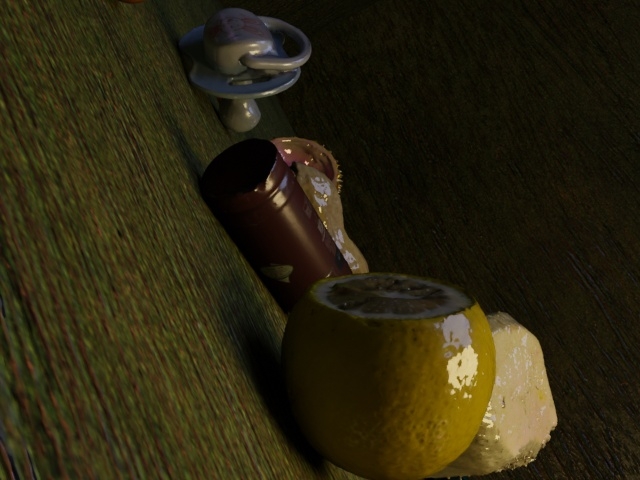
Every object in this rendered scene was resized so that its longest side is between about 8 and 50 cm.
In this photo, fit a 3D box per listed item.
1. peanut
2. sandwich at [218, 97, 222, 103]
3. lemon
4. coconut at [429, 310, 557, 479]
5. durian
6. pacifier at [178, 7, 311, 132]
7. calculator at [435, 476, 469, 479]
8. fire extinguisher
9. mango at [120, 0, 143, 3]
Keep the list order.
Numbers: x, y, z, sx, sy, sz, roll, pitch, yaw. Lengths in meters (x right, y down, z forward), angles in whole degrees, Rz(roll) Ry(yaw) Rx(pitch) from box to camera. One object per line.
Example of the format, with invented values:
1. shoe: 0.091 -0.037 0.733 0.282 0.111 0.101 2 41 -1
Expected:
1. peanut: 0.000 0.000 1.619 0.313 0.149 0.149 61 5 -10
2. sandwich: -0.187 -0.274 1.811 0.069 0.026 0.101 63 5 -5
3. lemon: 0.074 0.158 0.959 0.240 0.241 0.219 -99 -170 -76
4. coconut: 0.225 0.277 1.507 0.298 0.310 0.297 16 67 -43
5. durian: -0.039 -0.144 1.907 0.132 0.183 0.165 -47 141 -71
6. pacifier: -0.141 -0.308 1.625 0.287 0.239 0.225 -116 -156 -43
7. calculator: 0.321 0.565 1.927 0.274 0.058 0.248 44 -3 24
8. fire extinguisher: -0.033 0.020 1.211 0.135 0.114 0.337 46 -9 50
9. mango: -0.276 -0.396 1.212 0.115 0.089 0.165 45 12 -42
